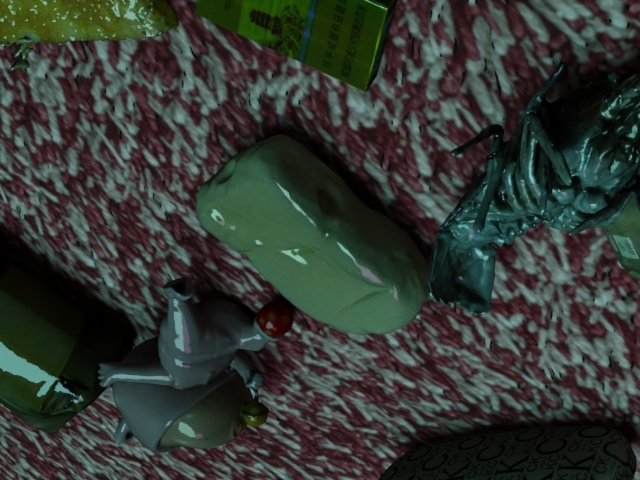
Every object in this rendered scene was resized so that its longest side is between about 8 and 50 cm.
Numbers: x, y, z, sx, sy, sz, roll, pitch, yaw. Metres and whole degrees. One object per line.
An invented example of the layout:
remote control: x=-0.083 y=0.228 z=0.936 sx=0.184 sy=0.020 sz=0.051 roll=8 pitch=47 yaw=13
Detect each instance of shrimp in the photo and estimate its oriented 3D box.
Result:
shrimp: x=0.213 y=-0.048 z=1.648 sx=0.221 sy=0.166 sz=0.410 roll=15 pitch=162 yaw=-19

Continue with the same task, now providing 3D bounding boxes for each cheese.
cheese: x=0.001 y=-0.001 z=1.891 sx=0.263 sy=0.093 sz=0.159 roll=42 pitch=145 yaw=-15

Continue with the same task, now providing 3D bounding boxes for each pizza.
pizza: x=-0.312 y=-0.287 z=1.804 sx=0.287 sy=0.075 sz=0.280 roll=-21 pitch=114 yaw=41

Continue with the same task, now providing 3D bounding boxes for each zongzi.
zongzi: x=-0.428 y=0.143 z=2.304 sx=0.289 sy=0.154 sz=0.317 roll=36 pitch=147 yaw=-6

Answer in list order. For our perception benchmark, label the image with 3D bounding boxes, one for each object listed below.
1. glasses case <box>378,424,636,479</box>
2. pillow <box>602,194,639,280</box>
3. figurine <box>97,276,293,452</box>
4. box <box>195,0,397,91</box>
glasses case: x=0.203 y=0.281 z=2.023 sx=0.354 sy=0.137 sz=0.085 roll=-12 pitch=116 yaw=43
pillow: x=0.371 y=-0.005 z=1.673 sx=0.217 sy=0.033 sz=0.130 roll=-6 pitch=128 yaw=39
figurine: x=-0.152 y=0.165 z=2.128 sx=0.186 sy=0.176 sz=0.287 roll=49 pitch=132 yaw=19
box: x=-0.026 y=-0.230 z=1.705 sx=0.193 sy=0.030 sz=0.121 roll=26 pitch=142 yaw=9
